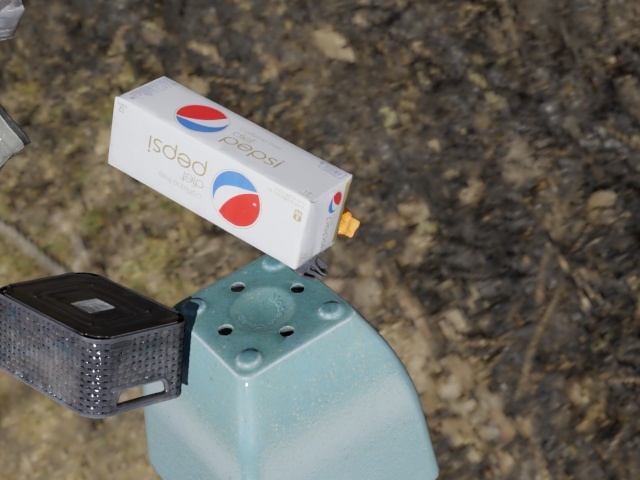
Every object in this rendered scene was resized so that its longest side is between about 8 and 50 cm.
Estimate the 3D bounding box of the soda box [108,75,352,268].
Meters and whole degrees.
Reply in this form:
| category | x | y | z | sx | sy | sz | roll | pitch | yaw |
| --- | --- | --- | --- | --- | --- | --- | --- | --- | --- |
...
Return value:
| category | x | y | z | sx | sy | sz | roll | pitch | yaw |
| --- | --- | --- | --- | --- | --- | --- | --- | --- | --- |
| soda box | -0.082 | -0.063 | 1.228 | 0.216 | 0.069 | 0.074 | 29 | 126 | 23 |

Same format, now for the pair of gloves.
| category | x | y | z | sx | sy | sz | roll | pitch | yaw |
| --- | --- | --- | --- | --- | --- | --- | --- | --- | --- |
| pair of gloves | 0.000 | 0.000 | 1.408 | 0.010 | 0.074 | 0.083 | 38 | 95 | 43 |

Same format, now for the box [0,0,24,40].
| category | x | y | z | sx | sy | sz | roll | pitch | yaw |
| --- | --- | --- | --- | --- | --- | --- | --- | --- | --- |
| box | -0.503 | -0.359 | 1.588 | 0.076 | 0.242 | 0.307 | -42 | 67 | 59 |

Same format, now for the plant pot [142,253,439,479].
| category | x | y | z | sx | sy | sz | roll | pitch | yaw |
| --- | --- | --- | --- | --- | --- | --- | --- | --- | --- |
| plant pot | -0.044 | 0.162 | 1.507 | 0.248 | 0.247 | 0.252 | 39 | 148 | 41 |

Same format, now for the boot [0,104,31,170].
| category | x | y | z | sx | sy | sz | roll | pitch | yaw |
| --- | --- | --- | --- | --- | --- | --- | --- | --- | --- |
| boot | -0.382 | -0.075 | 1.280 | 0.246 | 0.161 | 0.083 | 20 | 159 | 30 |

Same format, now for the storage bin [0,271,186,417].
| category | x | y | z | sx | sy | sz | roll | pitch | yaw |
| --- | --- | --- | --- | --- | --- | --- | --- | --- | --- |
| storage bin | -0.232 | 0.101 | 1.409 | 0.180 | 0.122 | 0.084 | 19 | 111 | 42 |
